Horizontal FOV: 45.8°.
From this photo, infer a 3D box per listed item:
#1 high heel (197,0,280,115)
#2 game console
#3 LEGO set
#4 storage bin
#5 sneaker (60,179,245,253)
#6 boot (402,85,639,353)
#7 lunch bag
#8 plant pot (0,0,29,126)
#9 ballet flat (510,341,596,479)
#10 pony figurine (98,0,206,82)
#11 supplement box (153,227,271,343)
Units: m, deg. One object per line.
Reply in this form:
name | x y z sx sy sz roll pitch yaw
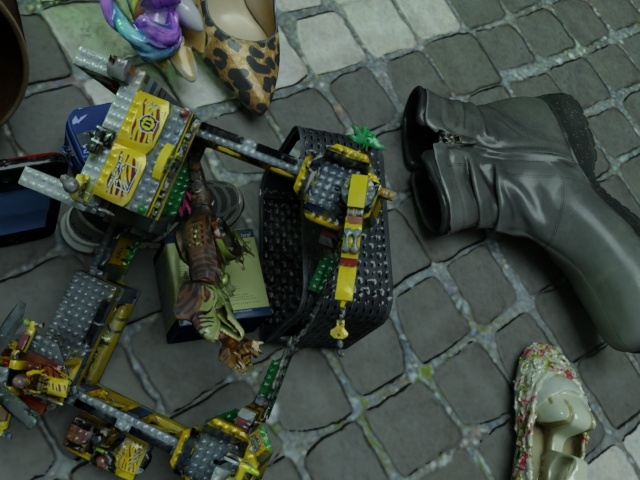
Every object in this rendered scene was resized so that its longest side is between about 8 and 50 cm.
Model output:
high heel | -0.070 -0.274 0.757 0.093 0.186 0.261 -6 69 -31
game console | -0.249 0.009 0.573 0.124 0.144 0.085 -14 74 -29
LEGO set | -0.101 0.030 0.518 0.255 0.192 0.331 31 89 9
storage bin | 0.000 0.000 0.700 0.084 0.122 0.180 8 64 -20
sneaker | -0.142 -0.030 0.679 0.170 0.075 0.063 -8 70 -27
boot | 0.216 -0.019 0.824 0.223 0.118 0.338 -5 58 -23
lunch bag | -0.188 -0.089 0.692 0.098 0.065 0.067 -19 76 -30
plant pot | -0.351 -0.225 0.619 0.215 0.215 0.230 3 52 -23
ballet flat | 0.232 0.205 0.734 0.091 0.077 0.240 19 60 -14
pony figurine | -0.187 -0.360 0.667 0.303 0.351 0.363 -23 73 -19
supplement box | -0.098 0.040 0.677 0.083 0.056 0.083 -5 69 -26
